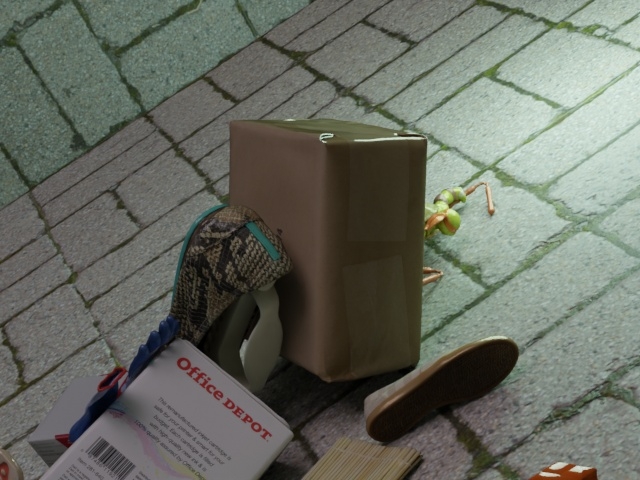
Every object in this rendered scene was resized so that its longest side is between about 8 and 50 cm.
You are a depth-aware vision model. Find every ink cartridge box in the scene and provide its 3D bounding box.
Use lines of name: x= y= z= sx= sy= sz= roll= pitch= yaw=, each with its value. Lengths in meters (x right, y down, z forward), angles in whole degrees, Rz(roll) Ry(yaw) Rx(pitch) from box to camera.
ink cartridge box: x=-0.201 y=0.294 z=1.849 sx=0.278 sy=0.201 sz=0.117 roll=-47 pitch=-8 yaw=-31
ink cartridge box: x=-0.285 y=0.290 z=2.011 sx=0.128 sy=0.176 sz=0.127 roll=-12 pitch=33 yaw=38

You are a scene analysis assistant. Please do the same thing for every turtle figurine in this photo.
turtle figurine: x=0.129 y=-0.014 z=2.204 sx=0.217 sy=0.087 sz=0.269 roll=-9 pitch=33 yaw=40

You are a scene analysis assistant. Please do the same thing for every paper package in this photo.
paper package: x=0.000 y=0.000 z=2.022 sx=0.168 sy=0.324 sz=0.309 roll=-4 pitch=10 yaw=-29

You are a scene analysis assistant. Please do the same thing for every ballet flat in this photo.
ballet flat: x=-0.153 y=0.160 z=2.016 sx=0.164 sy=0.182 sz=0.482 roll=-28 pitch=-25 yaw=-42

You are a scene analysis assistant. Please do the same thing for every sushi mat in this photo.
sushi mat: x=-0.018 y=0.345 z=1.748 sx=0.151 sy=0.019 sz=0.316 roll=-3 pitch=33 yaw=49

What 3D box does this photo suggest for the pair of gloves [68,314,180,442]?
pair of gloves: x=-0.249 y=0.179 z=1.869 sx=0.198 sy=0.023 sz=0.159 roll=-46 pitch=-7 yaw=-40

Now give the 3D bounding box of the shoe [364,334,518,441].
shoe: x=0.148 y=0.176 z=1.838 sx=0.219 sy=0.076 sz=0.058 roll=-30 pitch=29 yaw=8

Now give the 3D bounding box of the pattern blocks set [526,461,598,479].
pattern blocks set: x=0.270 y=0.305 z=1.384 sx=0.325 sy=0.026 sz=0.285 roll=-5 pitch=28 yaw=4

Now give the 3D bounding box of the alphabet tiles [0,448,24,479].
alphabet tiles: x=-0.397 y=0.401 z=1.810 sx=0.021 sy=0.284 sz=0.278 roll=-20 pitch=-30 yaw=-49
